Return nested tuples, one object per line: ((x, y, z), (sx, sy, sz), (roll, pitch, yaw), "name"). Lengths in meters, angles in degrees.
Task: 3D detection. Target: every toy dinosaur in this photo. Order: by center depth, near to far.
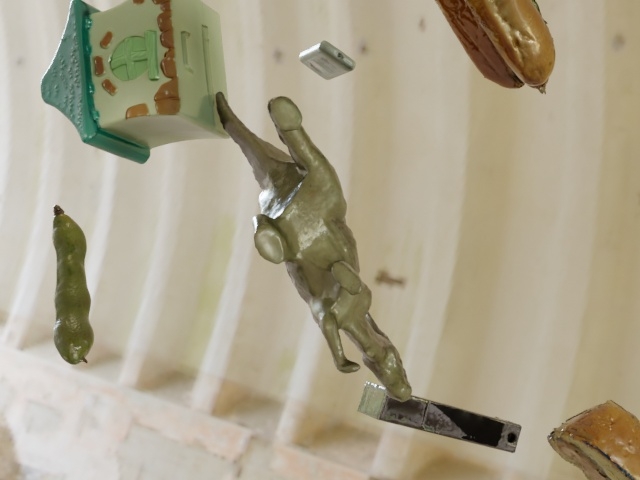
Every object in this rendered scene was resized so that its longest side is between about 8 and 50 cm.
((-0.006, 0.005, 1.048), (0.077, 0.294, 0.162), (-20, 2, 1), "toy dinosaur")

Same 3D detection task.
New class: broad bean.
((-0.338, 0.062, 1.771), (0.052, 0.256, 0.053), (-17, -34, 8), "broad bean")

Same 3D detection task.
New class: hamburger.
((0.379, 0.259, 1.643), (0.176, 0.102, 0.087), (38, -15, -5), "hamburger")

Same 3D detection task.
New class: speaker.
((0.167, 0.247, 1.817), (0.218, 0.044, 0.082), (17, -4, -20), "speaker")

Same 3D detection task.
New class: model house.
((-0.164, -0.138, 1.111), (0.148, 0.127, 0.100), (-12, -13, 23), "model house")

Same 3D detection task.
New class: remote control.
((0.007, -0.219, 1.592), (0.053, 0.018, 0.124), (33, -6, -11), "remote control")

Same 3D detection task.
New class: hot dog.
((0.132, -0.217, 1.099), (0.236, 0.062, 0.092), (56, -21, -23), "hot dog")
